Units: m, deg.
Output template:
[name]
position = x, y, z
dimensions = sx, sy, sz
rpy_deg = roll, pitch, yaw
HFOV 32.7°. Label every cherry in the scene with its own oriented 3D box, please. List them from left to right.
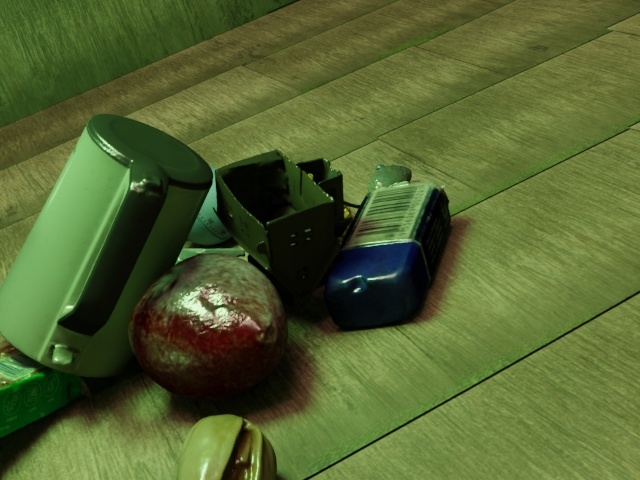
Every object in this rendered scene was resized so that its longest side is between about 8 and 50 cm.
[cherry]
position = -0.163, 0.134, 1.656
dimensions = 0.230, 0.203, 0.300
rpy_deg = -30, 27, -31

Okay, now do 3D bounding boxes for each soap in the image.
[soap]
position = -0.533, 0.243, 1.719
dimensions = 0.218, 0.098, 0.273
rpy_deg = 9, 17, 27

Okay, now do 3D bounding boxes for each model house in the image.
[model house]
position = -0.052, 0.001, 1.806
dimensions = 0.204, 0.243, 0.211
rpy_deg = -18, 38, -24

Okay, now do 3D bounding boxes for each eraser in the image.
[eraser]
position = 0.120, 0.015, 1.819
dimensions = 0.155, 0.101, 0.332
rpy_deg = -8, 28, 22

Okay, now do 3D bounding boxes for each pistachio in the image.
[pistachio]
position = -0.123, 0.306, 1.377
dimensions = 0.130, 0.131, 0.206
rpy_deg = 24, 31, -9

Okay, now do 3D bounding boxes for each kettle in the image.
[kettle]
position = -0.346, 0.022, 1.736
dimensions = 0.376, 0.250, 0.361
rpy_deg = -61, 13, 17

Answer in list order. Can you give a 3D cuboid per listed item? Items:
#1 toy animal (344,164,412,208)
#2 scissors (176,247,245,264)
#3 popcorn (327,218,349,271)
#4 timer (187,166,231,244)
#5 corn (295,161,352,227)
[toy animal]
position = 0.097, -0.091, 2.051
dimensions = 0.079, 0.070, 0.253
rpy_deg = 14, 25, 34
[scissors]
position = -0.292, 0.029, 2.054
dimensions = 0.384, 0.029, 0.256
rpy_deg = 10, 72, 40
[popcorn]
position = 0.000, 0.000, 1.928
dimensions = 0.116, 0.120, 0.106
rpy_deg = -3, -5, 18
[timer]
position = -0.271, -0.063, 2.187
dimensions = 0.256, 0.175, 0.175
rpy_deg = -7, 27, 18
[corn]
position = -0.010, -0.070, 2.099
dimensions = 0.106, 0.106, 0.293
rpy_deg = -22, 27, -6
